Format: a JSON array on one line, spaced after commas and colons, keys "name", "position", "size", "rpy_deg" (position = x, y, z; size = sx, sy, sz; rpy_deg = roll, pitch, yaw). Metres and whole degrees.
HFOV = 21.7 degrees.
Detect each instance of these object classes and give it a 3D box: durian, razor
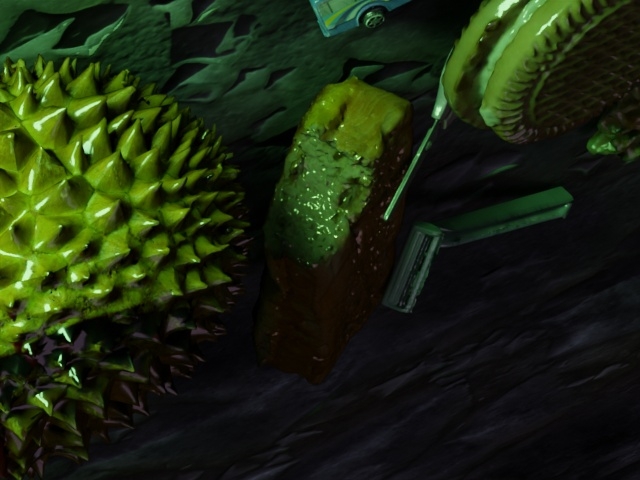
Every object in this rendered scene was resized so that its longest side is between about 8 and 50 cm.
[{"name": "durian", "position": [-0.232, 0.022, 1.314], "size": [0.384, 0.347, 0.347], "rpy_deg": [-47, 164, -24]}, {"name": "razor", "position": [0.173, -0.014, 1.797], "size": [0.278, 0.056, 0.111], "rpy_deg": [-22, 143, -43]}]

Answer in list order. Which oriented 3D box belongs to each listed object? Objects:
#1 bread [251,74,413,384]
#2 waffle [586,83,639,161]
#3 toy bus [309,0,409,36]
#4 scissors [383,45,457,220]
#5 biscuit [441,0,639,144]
[{"name": "bread", "position": [0.000, 0.000, 1.613], "size": [0.185, 0.109, 0.380], "rpy_deg": [-50, 164, -25]}, {"name": "waffle", "position": [0.392, -0.153, 1.738], "size": [0.223, 0.054, 0.204], "rpy_deg": [-13, 153, -14]}, {"name": "toy bus", "position": [0.061, -0.220, 1.351], "size": [0.153, 0.051, 0.061], "rpy_deg": [-25, 149, 7]}, {"name": "scissors", "position": [0.104, -0.100, 1.535], "size": [0.189, 0.015, 0.100], "rpy_deg": [-60, 156, -7]}, {"name": "biscuit", "position": [0.227, -0.183, 1.483], "size": [0.259, 0.079, 0.259], "rpy_deg": [-30, 157, -14]}]
